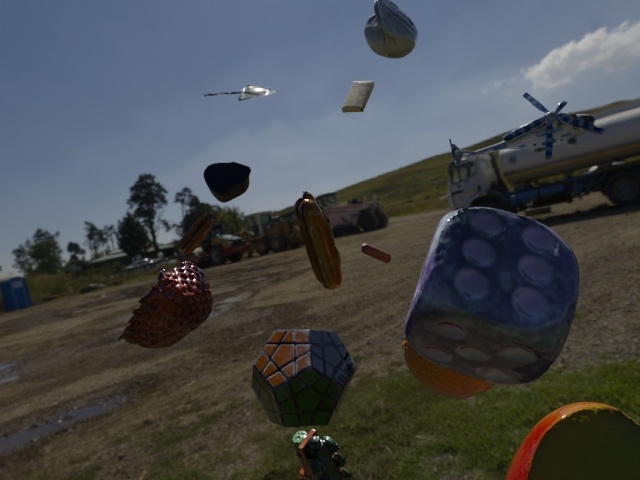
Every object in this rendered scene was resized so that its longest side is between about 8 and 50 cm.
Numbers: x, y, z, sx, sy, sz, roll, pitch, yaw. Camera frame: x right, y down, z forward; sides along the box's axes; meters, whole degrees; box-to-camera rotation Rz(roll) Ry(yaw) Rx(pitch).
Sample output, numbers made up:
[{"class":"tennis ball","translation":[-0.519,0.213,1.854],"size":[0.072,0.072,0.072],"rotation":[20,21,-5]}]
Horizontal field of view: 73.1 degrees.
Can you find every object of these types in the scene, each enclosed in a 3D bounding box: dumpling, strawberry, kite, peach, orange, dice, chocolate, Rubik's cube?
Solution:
[{"class":"dumpling","translation":[0.157,-0.488,0.993],"size":[0.176,0.150,0.092],"rotation":[-19,-6,-38]},{"class":"strawberry","translation":[-0.360,0.166,1.106],"size":[0.280,0.150,0.253],"rotation":[-46,7,42]},{"class":"kite","translation":[-0.253,-0.481,1.407],"size":[0.250,0.012,0.229],"rotation":[-3,30,-3]},{"class":"peach","translation":[0.536,0.539,0.921],"size":[0.242,0.306,0.380],"rotation":[30,74,38]},{"class":"orange","translation":[0.449,0.356,1.401],"size":[0.340,0.293,0.340],"rotation":[-25,-32,-17]},{"class":"dice","translation":[0.337,0.113,0.890],"size":[0.270,0.270,0.271],"rotation":[18,-33,13]},{"class":"chocolate","translation":[-0.280,-0.170,1.332],"size":[0.148,0.125,0.080],"rotation":[-3,-31,4]},{"class":"Rubik's cube","translation":[-0.050,0.404,1.284],"size":[0.319,0.264,0.319],"rotation":[1,-16,0]}]

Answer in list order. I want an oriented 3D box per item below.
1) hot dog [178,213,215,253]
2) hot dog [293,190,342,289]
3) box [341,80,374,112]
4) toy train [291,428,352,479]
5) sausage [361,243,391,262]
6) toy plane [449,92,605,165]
[{"class":"hot dog","translation":[-0.357,-0.021,1.259],"size":[0.144,0.062,0.038],"rotation":[-49,-32,7]},{"class":"hot dog","translation":[0.000,0.000,1.403],"size":[0.100,0.337,0.135],"rotation":[-20,18,-10]},{"class":"box","translation":[0.125,-0.475,1.419],"size":[0.073,0.149,0.020],"rotation":[6,-34,25]},{"class":"toy train","translation":[-0.003,0.283,0.546],"size":[0.064,0.103,0.044],"rotation":[2,30,40]},{"class":"sausage","translation":[0.224,0.050,1.758],"size":[0.131,0.039,0.041],"rotation":[24,-31,-7]},{"class":"toy plane","translation":[0.437,-0.209,0.934],"size":[0.273,0.182,0.107],"rotation":[-33,-36,17]}]
